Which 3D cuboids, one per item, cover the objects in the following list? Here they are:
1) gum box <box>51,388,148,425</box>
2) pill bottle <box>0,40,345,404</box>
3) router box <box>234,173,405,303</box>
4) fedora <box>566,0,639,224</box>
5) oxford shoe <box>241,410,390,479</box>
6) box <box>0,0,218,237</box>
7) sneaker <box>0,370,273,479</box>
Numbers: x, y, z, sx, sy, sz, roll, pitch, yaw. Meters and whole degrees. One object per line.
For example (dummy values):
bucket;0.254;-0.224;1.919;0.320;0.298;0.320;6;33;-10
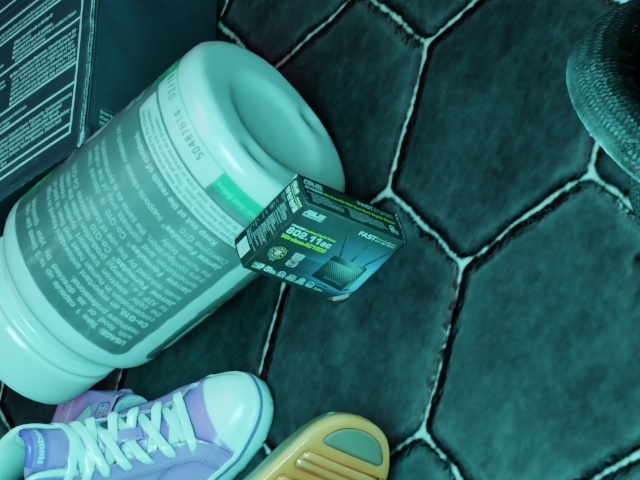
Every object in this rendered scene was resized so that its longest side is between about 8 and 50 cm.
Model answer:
gum box;-0.234;0.237;1.824;0.107;0.062;0.188;3;72;53
pill bottle;-0.169;-0.007;1.732;0.361;0.204;0.204;-38;43;24
router box;0.000;0.000;1.602;0.092;0.122;0.038;-46;43;28
fedora;0.300;-0.022;1.132;0.334;0.334;0.152;-114;27;-48
oxford shoe;-0.077;0.263;1.548;0.363;0.130;0.133;-51;29;18
box;-0.268;-0.135;1.989;0.296;0.183;0.294;-28;50;40
sneaker;-0.187;0.194;1.659;0.282;0.161;0.102;-31;59;15
